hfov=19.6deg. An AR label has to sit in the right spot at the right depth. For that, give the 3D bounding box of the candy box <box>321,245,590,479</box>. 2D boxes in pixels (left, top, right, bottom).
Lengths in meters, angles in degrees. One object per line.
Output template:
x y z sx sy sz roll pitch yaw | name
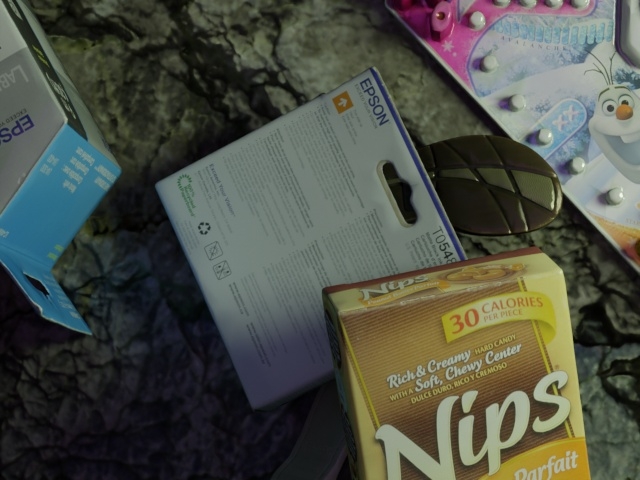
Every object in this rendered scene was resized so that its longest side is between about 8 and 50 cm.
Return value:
0.117 0.178 1.487 0.183 0.087 0.316 -11 106 -6 | candy box

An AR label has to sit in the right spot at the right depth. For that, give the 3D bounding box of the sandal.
0.100 -0.037 1.595 0.219 0.060 0.090 -8 78 17 | sandal

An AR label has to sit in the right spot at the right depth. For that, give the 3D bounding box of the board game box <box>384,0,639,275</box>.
0.321 -0.208 1.601 0.390 0.050 0.390 -42 83 -2 | board game box

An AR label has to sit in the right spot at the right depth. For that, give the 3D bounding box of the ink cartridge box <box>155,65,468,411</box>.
0.000 0.000 1.568 0.224 0.045 0.223 -27 76 14 | ink cartridge box

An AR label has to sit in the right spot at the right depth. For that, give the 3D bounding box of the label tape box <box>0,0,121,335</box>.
-0.254 -0.102 1.522 0.115 0.249 0.348 -32 83 0 | label tape box

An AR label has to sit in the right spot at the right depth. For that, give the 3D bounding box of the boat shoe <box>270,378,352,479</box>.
0.028 0.173 1.567 0.068 0.081 0.228 45 71 -36 | boat shoe
